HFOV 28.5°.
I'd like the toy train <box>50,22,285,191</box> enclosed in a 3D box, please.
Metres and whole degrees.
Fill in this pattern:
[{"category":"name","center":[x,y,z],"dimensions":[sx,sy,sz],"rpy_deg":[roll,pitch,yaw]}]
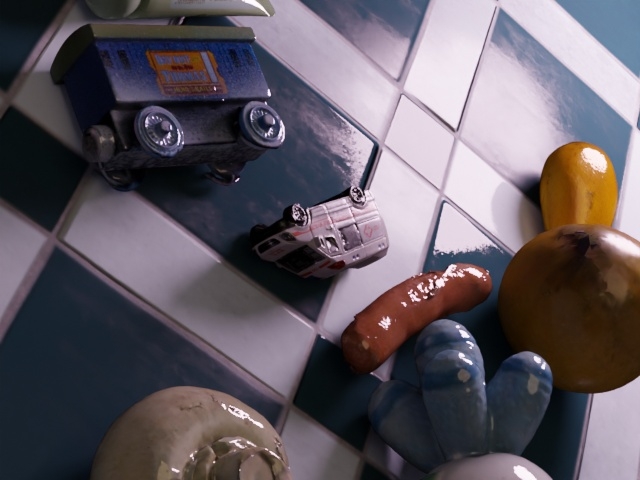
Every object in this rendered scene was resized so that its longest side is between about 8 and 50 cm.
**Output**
[{"category":"toy train","center":[-0.183,-0.177,1.611],"dimensions":[0.300,0.131,0.202],"rpy_deg":[-7,70,-44]}]

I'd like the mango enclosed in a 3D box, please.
[{"category":"mango","center":[0.426,-0.063,2.106],"dimensions":[0.145,0.112,0.219],"rpy_deg":[28,62,-28]}]

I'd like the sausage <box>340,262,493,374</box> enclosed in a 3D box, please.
[{"category":"sausage","center":[0.132,0.097,1.771],"dimensions":[0.087,0.079,0.327],"rpy_deg":[45,41,17]}]

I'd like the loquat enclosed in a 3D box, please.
[{"category":"loquat","center":[0.399,0.101,1.900],"dimensions":[0.263,0.263,0.263],"rpy_deg":[21,54,-32]}]

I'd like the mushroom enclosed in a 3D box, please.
[{"category":"mushroom","center":[-0.121,0.274,1.362],"dimensions":[0.246,0.202,0.246],"rpy_deg":[21,60,-42]}]

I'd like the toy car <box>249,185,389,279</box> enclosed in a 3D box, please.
[{"category":"toy car","center":[0.000,0.000,1.703],"dimensions":[0.210,0.089,0.108],"rpy_deg":[-18,85,-49]}]

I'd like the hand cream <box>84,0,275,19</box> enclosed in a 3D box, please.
[{"category":"hand cream","center":[-0.193,-0.361,1.736],"dimensions":[0.306,0.093,0.147],"rpy_deg":[-18,74,-47]}]

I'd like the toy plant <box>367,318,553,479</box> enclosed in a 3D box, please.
[{"category":"toy plant","center":[0.191,0.255,1.635],"dimensions":[0.247,0.247,0.332],"rpy_deg":[13,57,-36]}]
